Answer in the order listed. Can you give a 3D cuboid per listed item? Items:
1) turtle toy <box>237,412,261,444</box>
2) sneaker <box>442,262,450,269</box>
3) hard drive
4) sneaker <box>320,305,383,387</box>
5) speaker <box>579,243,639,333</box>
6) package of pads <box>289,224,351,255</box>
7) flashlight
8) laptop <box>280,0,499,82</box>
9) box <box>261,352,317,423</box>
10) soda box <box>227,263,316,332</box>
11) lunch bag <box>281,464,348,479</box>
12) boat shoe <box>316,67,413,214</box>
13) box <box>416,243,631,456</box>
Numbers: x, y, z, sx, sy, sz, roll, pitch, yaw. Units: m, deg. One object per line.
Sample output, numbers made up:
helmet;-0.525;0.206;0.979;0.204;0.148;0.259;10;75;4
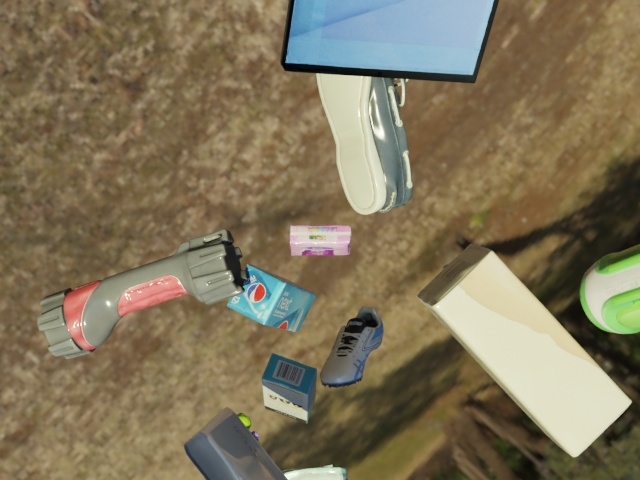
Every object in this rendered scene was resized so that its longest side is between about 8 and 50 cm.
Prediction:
turtle toy;-0.165;0.426;2.430;0.095;0.130;0.066;6;129;-20
sneaker;0.323;0.128;2.191;0.093;0.225;0.088;-29;-165;6
hard drive;-0.114;0.392;1.882;0.047;0.233;0.353;-39;177;0
sneaker;0.054;0.198;2.127;0.237;0.085;0.086;-50;134;-59
speaker;0.493;0.050;1.604;0.131;0.131;0.296;-43;-175;-28
package of pads;0.000;0.000;1.544;0.050;0.083;0.032;88;1;-67
flashlight;-0.255;0.085;1.656;0.304;0.103;0.103;-17;-141;15
laptop;0.092;-0.238;1.182;0.264;0.234;0.136;-144;-124;-78
box;-0.063;0.308;2.373;0.244;0.100;0.060;94;16;-68
soda box;-0.070;0.091;1.749;0.071;0.067;0.210;-64;165;-1
lunch bag;-0.037;0.577;2.337;0.160;0.223;0.262;10;161;-41
boat shoe;0.061;-0.160;1.374;0.079;0.254;0.095;-14;-178;-37
box;0.298;0.160;1.704;0.121;0.311;0.148;-44;-172;-2
